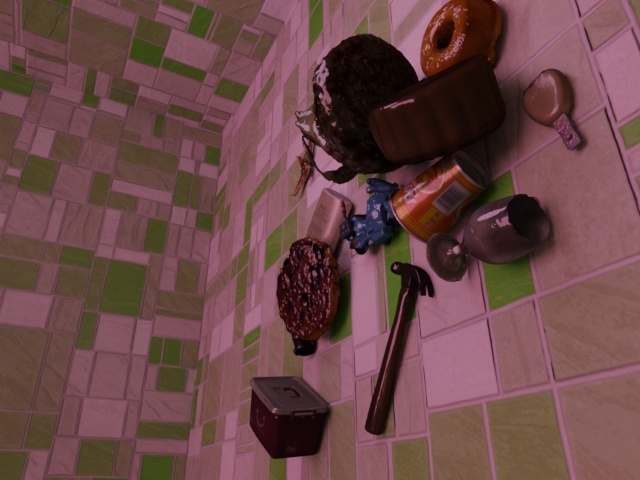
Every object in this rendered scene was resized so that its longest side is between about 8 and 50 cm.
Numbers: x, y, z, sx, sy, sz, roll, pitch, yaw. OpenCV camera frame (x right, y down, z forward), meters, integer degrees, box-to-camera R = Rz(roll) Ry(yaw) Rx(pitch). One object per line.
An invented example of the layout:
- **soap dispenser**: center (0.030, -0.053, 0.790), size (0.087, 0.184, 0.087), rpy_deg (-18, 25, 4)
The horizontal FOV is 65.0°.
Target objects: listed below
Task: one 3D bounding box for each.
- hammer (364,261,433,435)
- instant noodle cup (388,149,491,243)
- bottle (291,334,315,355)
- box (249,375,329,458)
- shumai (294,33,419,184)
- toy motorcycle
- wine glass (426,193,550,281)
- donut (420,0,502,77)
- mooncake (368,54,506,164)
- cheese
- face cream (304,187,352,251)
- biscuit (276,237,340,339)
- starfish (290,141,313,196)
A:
- **hammer**: center (0.185, 0.274, 1.275), size (0.168, 0.044, 0.439), rpy_deg (19, 96, 67)
- **instant noodle cup**: center (0.278, -0.108, 1.149), size (0.185, 0.169, 0.168), rpy_deg (-46, 38, 35)
- **bottle**: center (-0.070, 0.295, 1.776), size (0.244, 0.082, 0.072), rpy_deg (-103, -9, -45)
- **box**: center (-0.113, 0.558, 1.607), size (0.294, 0.194, 0.167), rpy_deg (-165, 80, -65)
- **shumai**: center (0.074, -0.346, 1.406), size (0.348, 0.395, 0.394), rpy_deg (-12, 66, 52)
- **toy motorcycle**: center (0.150, -0.075, 1.438), size (0.272, 0.124, 0.181), rpy_deg (-41, 52, 51)
- **wine glass**: center (0.328, -0.002, 1.011), size (0.241, 0.127, 0.126), rpy_deg (-37, 45, 55)
- **donut**: center (0.343, -0.489, 1.241), size (0.226, 0.114, 0.226), rpy_deg (-41, 43, 55)
- **mooncake**: center (0.255, -0.277, 1.115), size (0.161, 0.291, 0.290), rpy_deg (64, 159, -14)
- **cheese**: center (0.453, -0.245, 0.968), size (0.097, 0.038, 0.192), rpy_deg (-53, 33, 43)
- **face cream**: center (0.000, 0.000, 1.757), size (0.173, 0.081, 0.348), rpy_deg (45, 119, 54)
- **biscuit**: center (-0.036, 0.158, 1.656), size (0.290, 0.081, 0.333), rpy_deg (1, 86, 49)
- **starfish**: center (-0.068, -0.314, 2.114), size (0.138, 0.050, 0.247), rpy_deg (-39, 37, 54)
